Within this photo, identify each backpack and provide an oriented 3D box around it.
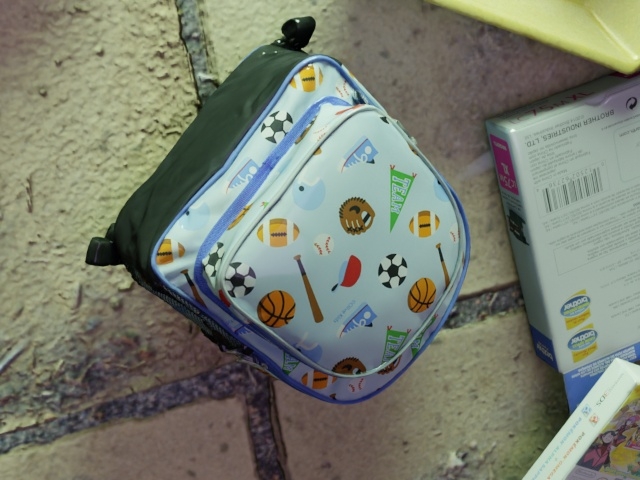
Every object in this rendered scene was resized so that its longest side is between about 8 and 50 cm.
[{"bbox_3d":[0.000,0.000,0.970,0.276,0.213,0.263,-50,126,-3],"label":"backpack"}]

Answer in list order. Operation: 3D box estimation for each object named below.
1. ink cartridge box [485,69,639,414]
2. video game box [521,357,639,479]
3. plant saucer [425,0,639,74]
[{"bbox_3d":[0.282,0.000,1.142,0.186,0.065,0.311,-21,110,-13],"label":"ink cartridge box"},{"bbox_3d":[0.323,0.224,1.196,0.205,0.048,0.187,20,114,-34],"label":"video game box"},{"bbox_3d":[0.181,-0.347,0.990,0.333,0.081,0.332,14,101,-24],"label":"plant saucer"}]
